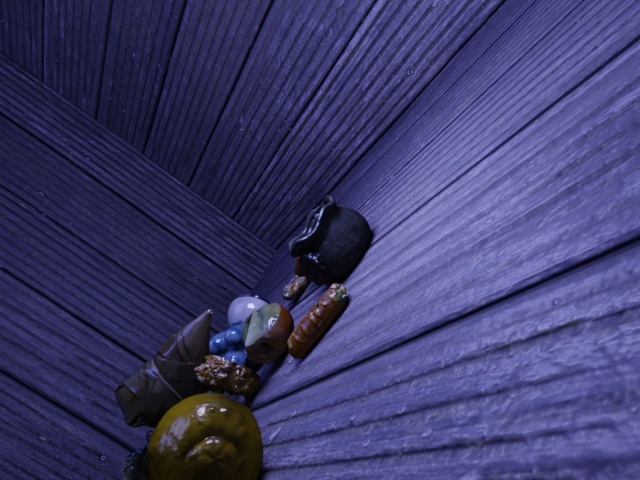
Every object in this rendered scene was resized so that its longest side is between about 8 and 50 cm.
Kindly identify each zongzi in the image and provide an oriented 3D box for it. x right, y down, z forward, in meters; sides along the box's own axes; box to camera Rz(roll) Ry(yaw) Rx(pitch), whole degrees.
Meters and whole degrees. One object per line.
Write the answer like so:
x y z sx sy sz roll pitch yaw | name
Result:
-0.396 0.503 1.667 0.467 0.500 0.218 -42 50 5 | zongzi

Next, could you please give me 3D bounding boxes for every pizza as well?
-0.067 0.150 2.018 0.297 0.071 0.189 -53 -4 -19 | pizza

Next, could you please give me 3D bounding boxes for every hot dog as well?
-0.009 0.236 1.367 0.269 0.072 0.115 -53 1 9 | hot dog

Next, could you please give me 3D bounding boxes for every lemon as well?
-0.272 0.499 1.079 0.316 0.285 0.285 -48 10 35 | lemon

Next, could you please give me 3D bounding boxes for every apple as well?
-0.181 0.329 1.591 0.207 0.173 0.188 -48 30 22 | apple

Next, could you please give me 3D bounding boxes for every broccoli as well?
-0.617 0.892 1.711 0.243 0.247 0.263 -117 15 -47 | broccoli

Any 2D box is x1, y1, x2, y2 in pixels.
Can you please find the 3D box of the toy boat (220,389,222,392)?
-0.508 0.689 2.138 0.097 0.100 0.223 -45 5 -8 | toy boat

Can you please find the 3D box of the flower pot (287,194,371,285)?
0.022 0.011 1.595 0.302 0.213 0.302 -51 9 11 | flower pot

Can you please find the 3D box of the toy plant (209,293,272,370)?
-0.315 0.406 1.847 0.247 0.247 0.332 -47 13 36 | toy plant

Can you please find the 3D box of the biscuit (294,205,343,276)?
-0.001 -0.001 1.823 0.277 0.052 0.262 -37 -30 -34 | biscuit

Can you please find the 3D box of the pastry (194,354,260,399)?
-0.307 0.462 1.539 0.154 0.250 0.102 -3 59 25 | pastry

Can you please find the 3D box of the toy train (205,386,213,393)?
-0.338 0.601 1.392 0.238 0.167 0.299 -61 9 -10 | toy train

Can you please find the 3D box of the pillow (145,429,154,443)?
-0.502 0.724 1.534 0.043 0.232 0.126 -46 4 -36 | pillow

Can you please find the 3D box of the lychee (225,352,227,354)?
-0.361 0.516 2.012 0.146 0.114 0.114 -38 -2 -36 | lychee
